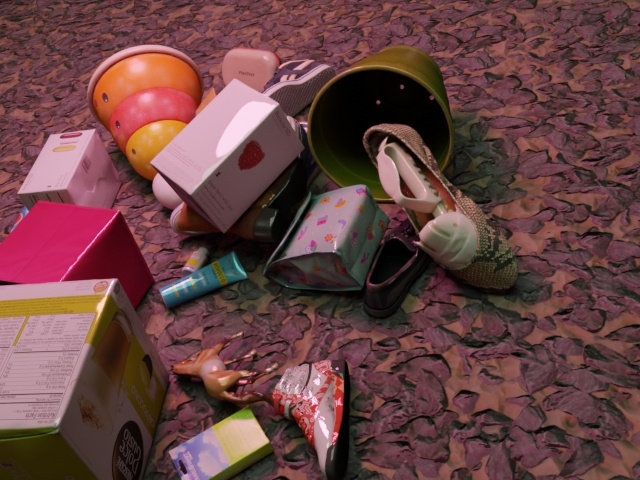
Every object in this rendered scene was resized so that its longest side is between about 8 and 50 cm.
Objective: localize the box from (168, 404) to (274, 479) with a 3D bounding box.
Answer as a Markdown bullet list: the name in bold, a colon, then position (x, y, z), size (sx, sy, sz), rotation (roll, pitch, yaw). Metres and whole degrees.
- **box**: position (-0.194, 0.412, 1.428), size (0.178, 0.042, 0.109), rotation (-28, 43, -14)

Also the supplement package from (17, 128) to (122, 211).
- **supplement package**: position (-0.692, -0.149, 2.043), size (0.145, 0.204, 0.262), rotation (-6, 44, 11)

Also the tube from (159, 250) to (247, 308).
- **tube**: position (-0.288, 0.100, 1.781), size (0.207, 0.052, 0.080), rotation (-24, 76, -13)

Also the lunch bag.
- **lunch bag**: position (0.000, 0.000, 1.726), size (0.262, 0.160, 0.223), rotation (-6, 44, 38)

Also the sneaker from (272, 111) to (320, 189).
- **sneaker**: position (-0.064, -0.294, 1.989), size (0.130, 0.236, 0.323), rotation (7, 48, 22)

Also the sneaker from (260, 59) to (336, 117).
- **sneaker**: position (-0.104, -0.467, 2.272), size (0.127, 0.126, 0.321), rotation (30, 48, 33)

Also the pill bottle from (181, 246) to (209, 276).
- **pill bottle**: position (-0.311, 0.057, 1.836), size (0.043, 0.043, 0.083), rotation (7, 47, 23)

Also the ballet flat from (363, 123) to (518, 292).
- **ballet flat**: position (0.239, -0.074, 1.625), size (0.182, 0.164, 0.483), rotation (-2, 52, -51)

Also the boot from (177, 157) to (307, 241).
- **boot**: position (-0.192, -0.113, 1.842), size (0.280, 0.096, 0.264), rotation (8, 63, 26)

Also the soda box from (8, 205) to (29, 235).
- **soda box**: position (-0.812, -0.037, 2.062), size (0.071, 0.067, 0.210), rotation (-5, 43, 10)

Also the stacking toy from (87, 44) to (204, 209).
- **stacking toy**: position (-0.459, -0.292, 2.102), size (0.350, 0.351, 0.480), rotation (-20, 58, -5)

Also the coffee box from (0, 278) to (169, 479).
- **coffee box**: position (-0.533, 0.312, 1.413), size (0.338, 0.338, 0.334), rotation (-4, 44, 11)

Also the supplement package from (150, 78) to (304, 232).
- **supplement package**: position (-0.216, -0.202, 1.737), size (0.175, 0.177, 0.293), rotation (35, 78, 35)

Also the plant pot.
- **plant pot**: position (0.186, -0.347, 1.930), size (0.366, 0.366, 0.353), rotation (1, 33, 17)

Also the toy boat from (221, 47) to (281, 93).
- **toy boat**: position (-0.208, -0.555, 2.406), size (0.231, 0.151, 0.151), rotation (14, 20, 28)

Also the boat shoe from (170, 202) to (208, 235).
- **boat shoe**: position (-0.243, -0.075, 1.900), size (0.302, 0.109, 0.094), rotation (-16, 27, -4)

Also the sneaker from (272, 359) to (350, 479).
- **sneaker**: position (-0.021, 0.349, 1.414), size (0.145, 0.090, 0.270), rotation (-7, 40, 11)

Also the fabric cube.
- **fabric cube**: position (-0.597, 0.090, 1.729), size (0.259, 0.254, 0.258), rotation (6, 47, 22)

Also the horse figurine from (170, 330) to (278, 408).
- **horse figurine**: position (-0.196, 0.277, 1.534), size (0.174, 0.066, 0.263), rotation (-20, 29, -24)

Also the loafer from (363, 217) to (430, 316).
- **loafer**: position (0.182, 0.038, 1.675), size (0.109, 0.095, 0.302), rotation (12, 49, 24)

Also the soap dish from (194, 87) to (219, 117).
- **soap dish**: position (-0.244, -0.258, 2.027), size (0.118, 0.229, 0.291), rotation (-29, 41, 10)
